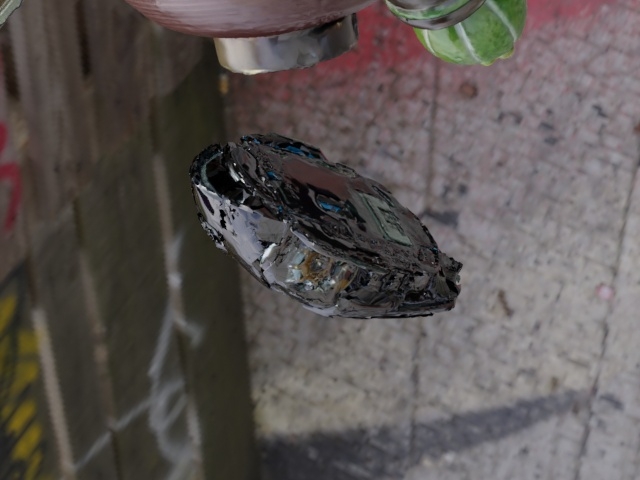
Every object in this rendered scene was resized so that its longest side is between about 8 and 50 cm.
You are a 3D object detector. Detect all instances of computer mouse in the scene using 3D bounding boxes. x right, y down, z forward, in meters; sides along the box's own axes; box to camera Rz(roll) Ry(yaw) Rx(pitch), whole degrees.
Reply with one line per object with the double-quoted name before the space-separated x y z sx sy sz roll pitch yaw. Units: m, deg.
"computer mouse" 0.000 0.000 1.006 0.242 0.146 0.077 19 120 -37

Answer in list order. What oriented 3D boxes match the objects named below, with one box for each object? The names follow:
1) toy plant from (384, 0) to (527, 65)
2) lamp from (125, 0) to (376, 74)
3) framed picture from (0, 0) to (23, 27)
"toy plant" 0.097 -0.186 1.086 0.093 0.093 0.162 -3 154 31
"lamp" -0.031 -0.198 0.695 0.180 0.180 0.258 1 114 28
"framed picture" -0.284 -0.304 1.183 0.211 0.289 0.020 41 171 -18
